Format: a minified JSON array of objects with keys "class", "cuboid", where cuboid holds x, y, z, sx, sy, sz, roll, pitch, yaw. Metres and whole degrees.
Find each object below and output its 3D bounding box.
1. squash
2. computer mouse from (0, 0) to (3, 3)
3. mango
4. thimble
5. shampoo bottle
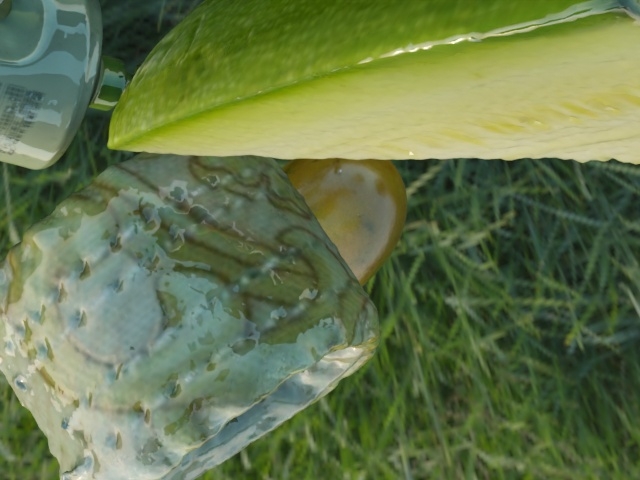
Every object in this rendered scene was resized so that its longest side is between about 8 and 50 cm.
[{"class":"squash","cuboid":[0.073,-0.082,0.556,0.203,0.289,0.111,14,76,-34]},{"class":"computer mouse","cuboid":[-0.285,-0.270,1.386,0.122,0.188,0.371,10,114,-9]},{"class":"mango","cuboid":[-0.002,-0.004,1.084,0.111,0.089,0.163,40,102,-20]},{"class":"thimble","cuboid":[-0.078,0.044,0.728,0.190,0.137,0.143,-35,77,-3]},{"class":"shampoo bottle","cuboid":[-0.196,-0.102,0.753,0.234,0.087,0.118,10,110,-34]}]
